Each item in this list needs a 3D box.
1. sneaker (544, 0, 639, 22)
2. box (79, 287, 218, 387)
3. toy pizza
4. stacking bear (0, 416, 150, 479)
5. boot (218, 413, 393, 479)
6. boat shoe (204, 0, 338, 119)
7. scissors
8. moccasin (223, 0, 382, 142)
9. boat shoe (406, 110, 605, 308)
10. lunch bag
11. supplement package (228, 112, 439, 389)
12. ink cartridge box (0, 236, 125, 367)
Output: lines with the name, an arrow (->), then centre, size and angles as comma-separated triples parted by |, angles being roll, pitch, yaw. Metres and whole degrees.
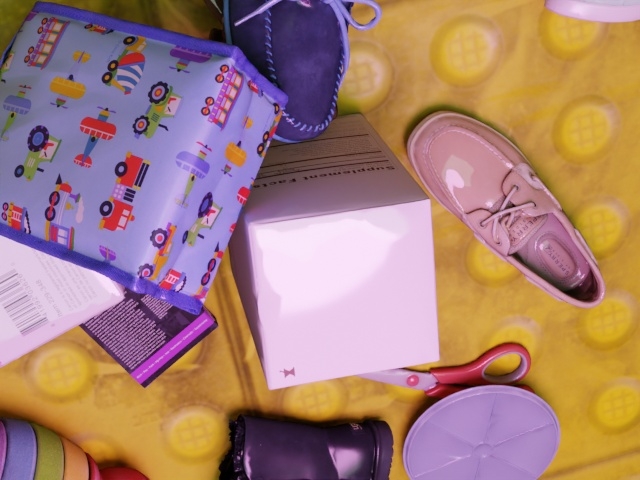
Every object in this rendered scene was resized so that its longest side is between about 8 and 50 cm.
sneaker -> 0.355, -0.326, 1.295 | 0.256, 0.094, 0.151 | -15, 119, -16
box -> -0.212, 0.077, 1.376 | 0.116, 0.029, 0.162 | -39, 115, 4
toy pizza -> 0.201, 0.254, 1.514 | 0.201, 0.032, 0.201 | -4, 124, -5
stacking bear -> -0.317, 0.289, 1.372 | 0.289, 0.175, 0.164 | 23, 140, -29
boot -> -0.027, 0.330, 1.474 | 0.207, 0.094, 0.246 | 3, 104, -16
boat shoe -> -0.076, -0.223, 1.260 | 0.095, 0.095, 0.257 | -27, 107, 12
scissors -> 0.129, 0.184, 1.490 | 0.297, 0.021, 0.109 | -3, 114, -12
moccasin -> -0.020, -0.269, 1.150 | 0.137, 0.117, 0.342 | 0, 85, -44
boat shoe -> 0.222, -0.032, 1.382 | 0.109, 0.098, 0.302 | -43, 113, 7
lunch bag -> -0.214, -0.092, 1.096 | 0.293, 0.138, 0.221 | 21, 85, 22
supplement package -> 0.000, 0.000, 1.244 | 0.175, 0.293, 0.177 | -8, 113, -8
ink cartridge box -> -0.386, 0.025, 1.252 | 0.306, 0.131, 0.226 | -28, 106, 2
